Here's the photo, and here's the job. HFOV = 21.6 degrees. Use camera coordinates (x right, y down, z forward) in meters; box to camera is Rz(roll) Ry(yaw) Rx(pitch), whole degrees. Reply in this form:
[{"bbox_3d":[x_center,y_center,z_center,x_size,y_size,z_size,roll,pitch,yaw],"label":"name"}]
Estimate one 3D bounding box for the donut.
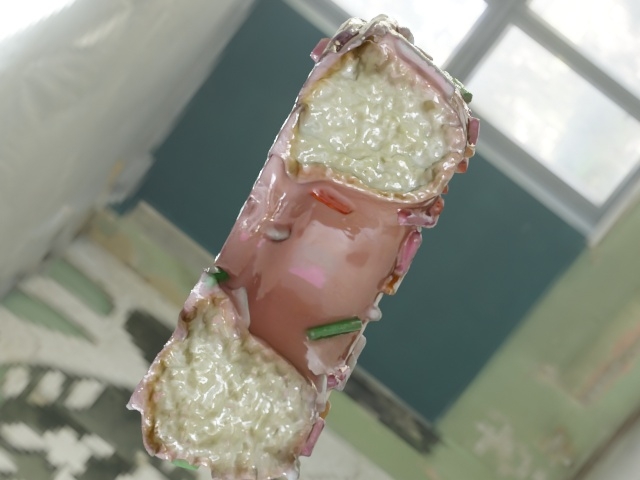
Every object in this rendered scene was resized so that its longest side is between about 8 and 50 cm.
[{"bbox_3d":[0.000,0.000,0.567,0.166,0.065,0.117,-60,0,18],"label":"donut"}]
